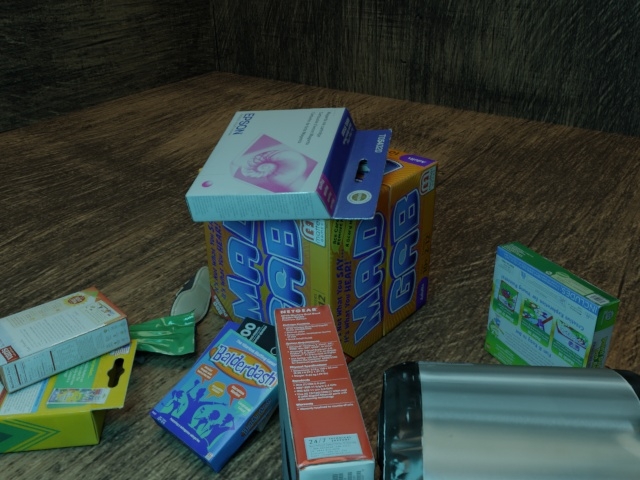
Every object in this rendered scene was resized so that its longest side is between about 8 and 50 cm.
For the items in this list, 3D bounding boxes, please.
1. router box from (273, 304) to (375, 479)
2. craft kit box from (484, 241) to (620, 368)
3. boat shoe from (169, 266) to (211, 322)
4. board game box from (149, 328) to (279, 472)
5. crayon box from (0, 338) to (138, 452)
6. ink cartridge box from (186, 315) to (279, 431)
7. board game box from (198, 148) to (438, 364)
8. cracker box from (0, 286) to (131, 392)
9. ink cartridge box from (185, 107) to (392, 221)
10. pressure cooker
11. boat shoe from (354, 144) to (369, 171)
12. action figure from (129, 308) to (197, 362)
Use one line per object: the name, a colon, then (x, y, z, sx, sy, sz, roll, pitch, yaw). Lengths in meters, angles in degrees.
router box: (-0.003, 0.306, 0.854, 0.082, 0.335, 0.301, -4, 26, -7)
craft kit box: (0.418, 0.163, 1.216, 0.061, 0.246, 0.250, -11, 30, -26)
boat shoe: (-0.300, 0.141, 1.496, 0.065, 0.075, 0.206, -36, 18, 31)
board game box: (-0.168, 0.273, 1.141, 0.160, 0.047, 0.210, 25, 57, 32)
crayon box: (-0.502, 0.281, 1.181, 0.323, 0.083, 0.203, -4, 27, -5)
ink cartridge box: (-0.151, 0.241, 1.242, 0.208, 0.045, 0.206, 13, 47, 25)
board game box: (0.000, 0.000, 1.415, 0.357, 0.356, 0.356, 21, 35, 35)
cracker box: (-0.498, 0.178, 1.218, 0.232, 0.067, 0.156, -20, 32, -35)
ink cartridge box: (-0.045, -0.153, 1.226, 0.330, 0.071, 0.324, -1, 37, 13)
pressure cooker: (0.275, 0.326, 0.765, 0.420, 0.375, 0.370, 1, 25, 5)
boat shoe: (0.068, -0.178, 1.323, 0.049, 0.040, 0.142, -15, 31, -27)
action figure: (-0.372, 0.208, 1.341, 0.232, 0.063, 0.137, -7, 29, -4)
